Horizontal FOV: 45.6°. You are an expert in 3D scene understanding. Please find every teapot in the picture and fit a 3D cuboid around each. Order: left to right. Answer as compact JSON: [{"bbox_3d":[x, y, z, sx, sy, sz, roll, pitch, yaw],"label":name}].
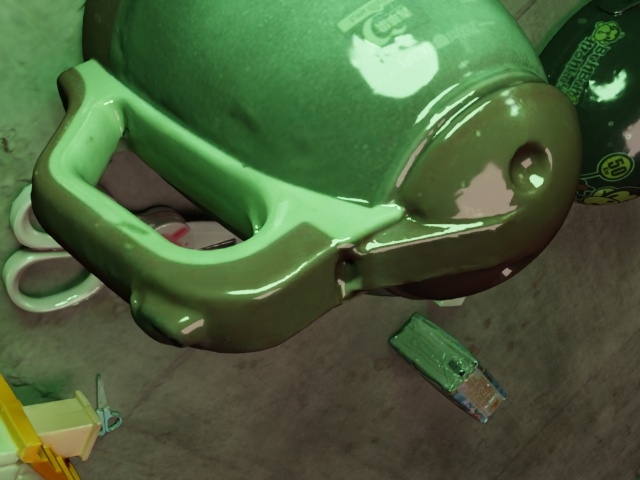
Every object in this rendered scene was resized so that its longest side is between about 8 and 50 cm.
[{"bbox_3d":[-0.017,-0.070,0.468,0.315,0.312,0.233,-27,136,-24],"label":"teapot"}]

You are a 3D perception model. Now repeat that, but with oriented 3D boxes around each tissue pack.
[{"bbox_3d":[0.172,0.173,1.013,0.065,0.115,0.155,-48,141,-3],"label":"tissue pack"}]

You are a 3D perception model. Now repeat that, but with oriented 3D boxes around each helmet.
[{"bbox_3d":[0.355,-0.153,0.867,0.278,0.160,0.231,-52,140,8],"label":"helmet"}]

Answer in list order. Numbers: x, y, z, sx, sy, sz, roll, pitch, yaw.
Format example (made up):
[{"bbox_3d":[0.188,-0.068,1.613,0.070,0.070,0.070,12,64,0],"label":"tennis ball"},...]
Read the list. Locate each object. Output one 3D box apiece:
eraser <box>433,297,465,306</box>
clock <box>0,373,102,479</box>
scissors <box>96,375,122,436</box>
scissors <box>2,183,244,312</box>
[{"bbox_3d":[0.186,0.028,0.969,0.052,0.029,0.122,4,120,-45],"label":"eraser"},{"bbox_3d":[-0.317,0.202,0.600,0.255,0.106,0.219,2,122,-49],"label":"clock"},{"bbox_3d":[-0.210,0.159,0.731,0.036,0.006,0.083,-19,134,-29],"label":"scissors"},{"bbox_3d":[-0.137,-0.002,0.639,0.242,0.030,0.118,-5,126,-36],"label":"scissors"}]
